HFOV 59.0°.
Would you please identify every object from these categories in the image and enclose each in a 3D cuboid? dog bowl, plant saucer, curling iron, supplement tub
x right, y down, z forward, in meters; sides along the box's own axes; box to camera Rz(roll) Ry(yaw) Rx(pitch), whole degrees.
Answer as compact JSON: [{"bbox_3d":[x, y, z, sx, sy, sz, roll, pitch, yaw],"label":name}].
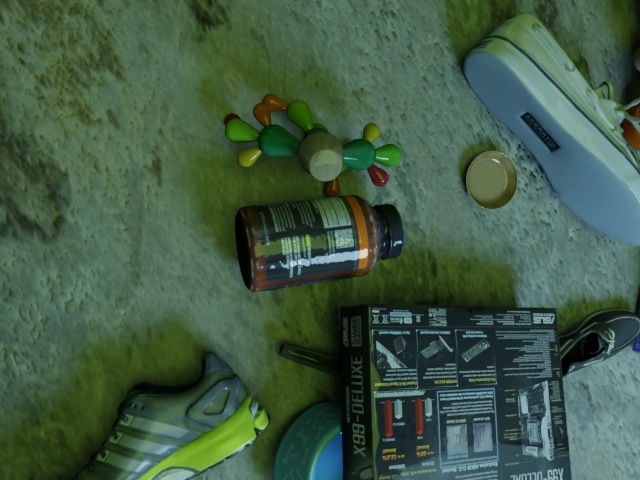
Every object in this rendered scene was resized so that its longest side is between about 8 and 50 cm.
[{"bbox_3d":[0.079,0.334,0.731,0.297,0.074,0.166,42,65,-14],"label":"dog bowl"},{"bbox_3d":[0.242,-0.086,0.808,0.083,0.015,0.083,-1,94,-15],"label":"plant saucer"},{"bbox_3d":[0.073,0.171,0.763,0.274,0.035,0.068,14,85,-17],"label":"curling iron"},{"bbox_3d":[0.000,0.000,0.697,0.198,0.106,0.106,-7,95,-16],"label":"supplement tub"}]

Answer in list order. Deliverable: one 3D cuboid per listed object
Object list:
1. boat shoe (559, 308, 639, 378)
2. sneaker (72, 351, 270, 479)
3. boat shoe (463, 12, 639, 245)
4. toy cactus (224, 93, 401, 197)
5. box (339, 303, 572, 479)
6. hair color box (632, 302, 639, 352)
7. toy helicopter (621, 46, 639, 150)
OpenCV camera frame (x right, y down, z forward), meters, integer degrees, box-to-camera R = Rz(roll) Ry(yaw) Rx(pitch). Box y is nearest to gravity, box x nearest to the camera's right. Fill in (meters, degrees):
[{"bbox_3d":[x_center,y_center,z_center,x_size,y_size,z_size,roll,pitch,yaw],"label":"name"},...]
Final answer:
[{"bbox_3d":[0.406,0.159,0.841,0.206,0.065,0.075,-17,97,-15],"label":"boat shoe"},{"bbox_3d":[-0.215,0.238,0.659,0.300,0.111,0.121,-28,90,-18],"label":"sneaker"},{"bbox_3d":[0.371,-0.167,0.791,0.367,0.136,0.156,46,77,-3],"label":"boat shoe"},{"bbox_3d":[-0.009,-0.100,0.659,0.219,0.180,0.112,19,108,-11],"label":"toy cactus"},{"bbox_3d":[0.176,0.205,0.720,0.307,0.076,0.242,4,79,-26],"label":"box"},{"bbox_3d":[0.676,0.118,0.895,0.339,0.110,0.185,12,88,-18],"label":"hair color box"},{"bbox_3d":[0.549,-0.315,0.826,0.235,0.140,0.355,-20,94,-15],"label":"toy helicopter"}]
